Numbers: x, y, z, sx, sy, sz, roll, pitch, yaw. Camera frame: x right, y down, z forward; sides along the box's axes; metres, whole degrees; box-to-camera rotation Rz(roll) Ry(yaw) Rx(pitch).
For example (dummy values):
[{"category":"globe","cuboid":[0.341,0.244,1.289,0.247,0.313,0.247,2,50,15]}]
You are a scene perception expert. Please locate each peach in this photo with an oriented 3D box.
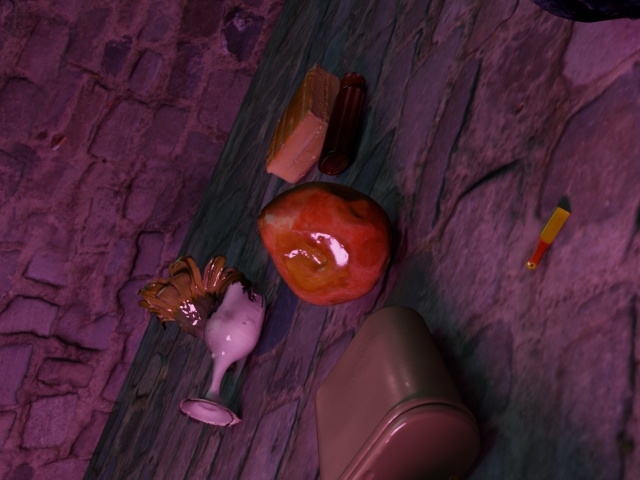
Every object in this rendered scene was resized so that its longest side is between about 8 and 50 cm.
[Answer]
[{"category":"peach","cuboid":[0.000,0.000,1.255,0.214,0.235,0.214,-158,90,-80]}]

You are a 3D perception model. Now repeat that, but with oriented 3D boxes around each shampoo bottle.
[{"category":"shampoo bottle","cuboid":[0.056,-0.280,1.691,0.102,0.064,0.260,-42,29,55]}]

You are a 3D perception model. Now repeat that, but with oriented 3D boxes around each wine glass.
[{"category":"wine glass","cuboid":[-0.213,0.256,1.645,0.143,0.143,0.321,-41,30,50]}]

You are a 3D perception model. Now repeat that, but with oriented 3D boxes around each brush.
[{"category":"brush","cuboid":[0.271,-0.002,0.872,0.083,0.018,0.021,-62,10,7]}]

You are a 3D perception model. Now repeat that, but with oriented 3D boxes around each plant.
[{"category":"plant","cuboid":[-0.325,0.192,1.847,0.261,0.306,0.297,-12,84,38]}]

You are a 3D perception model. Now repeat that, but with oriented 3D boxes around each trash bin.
[{"category":"trash bin","cuboid":[0.082,0.237,0.936,0.243,0.121,0.247,-58,17,18]}]

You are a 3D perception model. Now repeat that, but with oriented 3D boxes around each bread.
[{"category":"bread","cuboid":[-0.043,-0.306,1.905,0.239,0.111,0.246,-47,26,39]}]

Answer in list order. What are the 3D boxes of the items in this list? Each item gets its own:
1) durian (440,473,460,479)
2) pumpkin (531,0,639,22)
[{"category":"durian","cuboid":[0.089,0.349,0.765,0.208,0.102,0.146,-51,-21,18]},{"category":"pumpkin","cuboid":[0.352,-0.421,0.801,0.363,0.266,0.363,-52,26,39]}]
